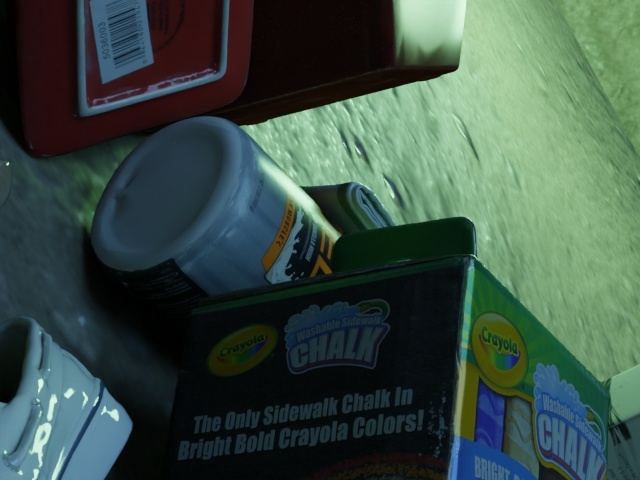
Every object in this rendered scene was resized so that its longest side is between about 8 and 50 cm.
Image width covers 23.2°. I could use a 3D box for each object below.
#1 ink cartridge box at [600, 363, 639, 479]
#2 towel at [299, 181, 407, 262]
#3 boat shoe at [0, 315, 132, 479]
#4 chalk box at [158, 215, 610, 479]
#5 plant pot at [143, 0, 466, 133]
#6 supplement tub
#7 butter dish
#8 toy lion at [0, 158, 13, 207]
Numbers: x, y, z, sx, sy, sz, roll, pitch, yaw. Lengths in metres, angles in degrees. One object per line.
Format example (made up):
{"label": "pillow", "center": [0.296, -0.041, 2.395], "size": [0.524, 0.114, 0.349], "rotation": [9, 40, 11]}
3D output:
{"label": "ink cartridge box", "center": [0.294, 0.199, 1.415], "size": [0.148, 0.203, 0.086], "rotation": [55, 20, -22]}
{"label": "towel", "center": [0.000, 0.000, 1.042], "size": [0.113, 0.152, 0.023], "rotation": [53, 58, -31]}
{"label": "boat shoe", "center": [-0.153, 0.107, 0.642], "size": [0.084, 0.095, 0.258], "rotation": [55, 12, -12]}
{"label": "chalk box", "center": [0.037, 0.126, 0.821], "size": [0.179, 0.180, 0.289], "rotation": [42, 48, -45]}
{"label": "plant pot", "center": [-0.035, -0.207, 1.063], "size": [0.267, 0.267, 0.235], "rotation": [-14, 91, -69]}
{"label": "supplement tub", "center": [-0.040, 0.021, 0.949], "size": [0.190, 0.117, 0.117], "rotation": [44, 28, -41]}
{"label": "butter dish", "center": [-0.128, -0.152, 0.919], "size": [0.160, 0.160, 0.118], "rotation": [-21, 41, -33]}
{"label": "toy lion", "center": [-0.175, 0.008, 0.689], "size": [0.096, 0.034, 0.100], "rotation": [0, 102, -81]}
